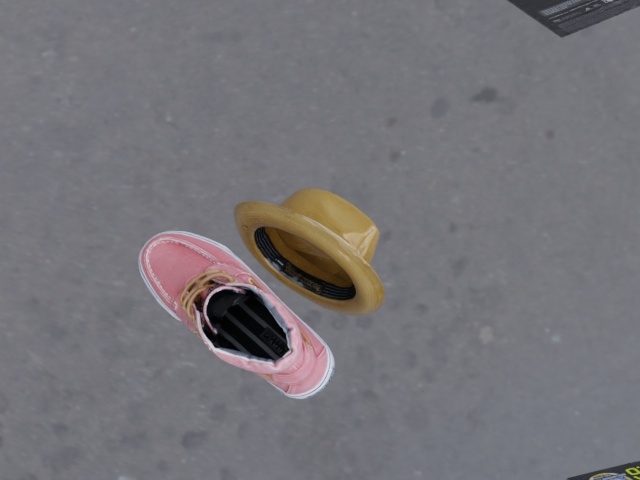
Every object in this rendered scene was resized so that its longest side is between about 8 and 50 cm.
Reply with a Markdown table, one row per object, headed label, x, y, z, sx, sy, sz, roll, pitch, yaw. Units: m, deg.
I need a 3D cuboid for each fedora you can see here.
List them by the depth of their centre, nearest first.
| label | x | y | z | sx | sy | sz | roll | pitch | yaw |
| --- | --- | --- | --- | --- | --- | --- | --- | --- | --- |
| fedora | 0.000 | 0.000 | 1.349 | 0.194 | 0.194 | 0.079 | 47 | 65 | -25 |

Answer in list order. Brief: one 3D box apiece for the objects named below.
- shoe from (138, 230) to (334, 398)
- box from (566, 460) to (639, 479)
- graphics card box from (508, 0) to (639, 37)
| label | x | y | z | sx | sy | sz | roll | pitch | yaw |
| --- | --- | --- | --- | --- | --- | --- | --- | --- | --- |
| shoe | -0.069 | 0.040 | 0.862 | 0.063 | 0.178 | 0.081 | -51 | 154 | -5 |
| box | 0.328 | 0.328 | 1.172 | 0.216 | 0.060 | 0.270 | -8 | 111 | -19 |
| graphics card box | 0.274 | -0.329 | 1.276 | 0.371 | 0.233 | 0.094 | 12 | 61 | -57 |
